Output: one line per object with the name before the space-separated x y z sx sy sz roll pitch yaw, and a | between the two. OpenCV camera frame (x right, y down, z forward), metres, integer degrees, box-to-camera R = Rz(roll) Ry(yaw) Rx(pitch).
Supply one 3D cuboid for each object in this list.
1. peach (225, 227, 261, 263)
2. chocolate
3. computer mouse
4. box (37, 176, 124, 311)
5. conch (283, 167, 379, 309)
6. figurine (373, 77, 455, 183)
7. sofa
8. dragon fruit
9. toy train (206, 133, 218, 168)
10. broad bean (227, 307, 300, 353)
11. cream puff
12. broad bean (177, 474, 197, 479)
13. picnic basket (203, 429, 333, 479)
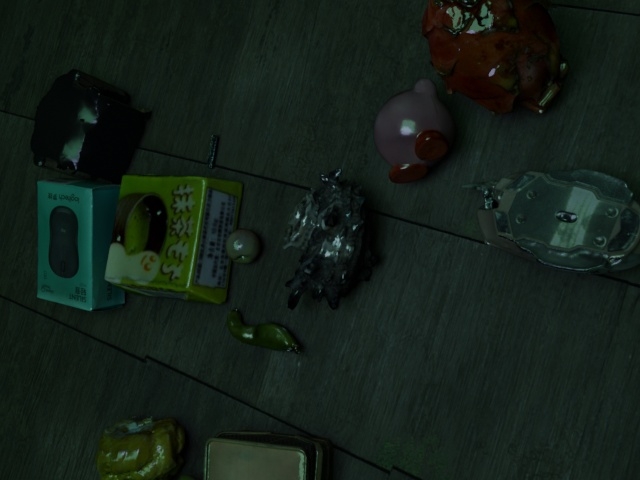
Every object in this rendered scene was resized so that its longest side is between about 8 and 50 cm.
peach | -0.177 0.012 1.661 0.083 0.083 0.083 -4 81 25
chocolate | -0.354 -0.012 1.713 0.289 0.137 0.301 4 83 26
computer mouse | 0.436 -0.032 1.364 0.389 0.115 0.199 20 75 38
box | -0.591 0.008 1.792 0.205 0.118 0.311 10 102 31
conch | 0.001 -0.003 1.534 0.241 0.186 0.313 20 111 53
figurine | 0.190 -0.226 1.476 0.173 0.173 0.173 -4 81 25
sofa | -0.590 -0.282 1.844 0.182 0.200 0.258 27 96 35
dragon fruit | 0.333 -0.382 1.389 0.315 0.250 0.250 17 90 -9
toy train | -0.261 -0.217 1.766 0.017 0.017 0.083 8 87 24
broad bean | -0.127 0.210 1.625 0.214 0.048 0.070 18 91 29
cream puff | -0.414 0.507 1.653 0.221 0.195 0.194 -9 79 28
broad bean | -0.249 0.669 1.616 0.098 0.056 0.318 -34 75 11
picnic basket | -0.108 0.493 1.524 0.267 0.139 0.165 -2 82 25
